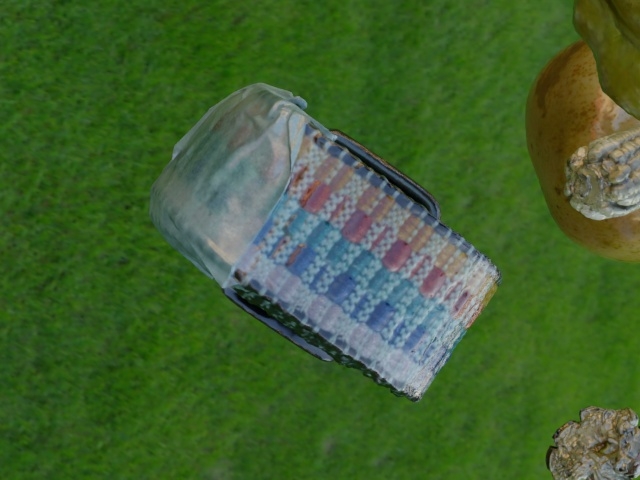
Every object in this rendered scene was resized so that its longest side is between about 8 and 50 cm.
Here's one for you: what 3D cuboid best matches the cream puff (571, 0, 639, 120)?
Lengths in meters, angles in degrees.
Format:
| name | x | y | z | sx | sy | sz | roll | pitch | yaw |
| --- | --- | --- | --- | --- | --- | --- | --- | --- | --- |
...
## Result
| name | x | y | z | sx | sy | sz | roll | pitch | yaw |
| --- | --- | --- | --- | --- | --- | --- | --- | --- | --- |
| cream puff | 0.283 | -0.159 | 0.627 | 0.281 | 0.185 | 0.282 | -4 | 101 | -20 |

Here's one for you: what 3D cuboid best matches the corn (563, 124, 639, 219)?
| name | x | y | z | sx | sy | sz | roll | pitch | yaw |
| --- | --- | --- | --- | --- | --- | --- | --- | --- | --- |
| corn | 0.337 | -0.081 | 1.214 | 0.210 | 0.087 | 0.087 | -21 | 117 | -40 |

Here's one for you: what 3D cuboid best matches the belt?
| name | x | y | z | sx | sy | sz | roll | pitch | yaw |
| --- | --- | --- | --- | --- | --- | --- | --- | --- | --- |
| belt | 0.000 | 0.000 | 0.860 | 0.257 | 0.207 | 0.150 | 35 | 87 | -4 |

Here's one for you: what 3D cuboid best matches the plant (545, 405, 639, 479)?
| name | x | y | z | sx | sy | sz | roll | pitch | yaw |
| --- | --- | --- | --- | --- | --- | --- | --- | --- | --- |
| plant | 0.319 | 0.246 | 1.290 | 0.116 | 0.104 | 0.122 | -30 | 138 | 15 |

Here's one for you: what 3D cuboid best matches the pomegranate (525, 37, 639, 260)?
| name | x | y | z | sx | sy | sz | roll | pitch | yaw |
| --- | --- | --- | --- | --- | --- | --- | --- | --- | --- |
| pomegranate | 0.528 | -0.164 | 1.859 | 0.416 | 0.416 | 0.417 | -16 | 114 | -41 |
